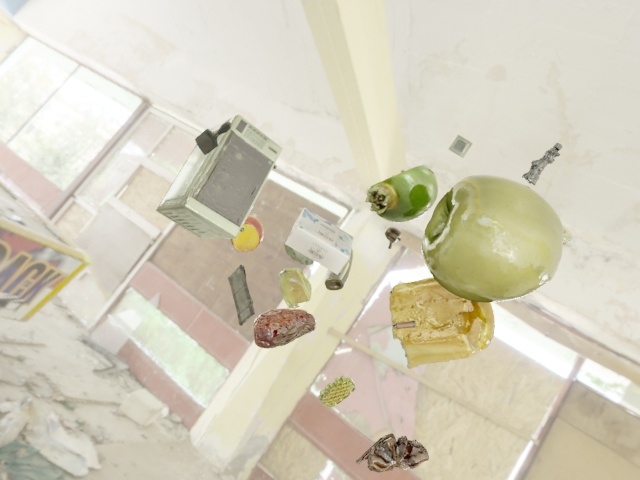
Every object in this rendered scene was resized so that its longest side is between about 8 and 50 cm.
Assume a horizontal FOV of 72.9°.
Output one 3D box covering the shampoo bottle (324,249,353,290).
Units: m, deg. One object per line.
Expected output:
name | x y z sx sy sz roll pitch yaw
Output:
shampoo bottle | 0.113 0.141 2.449 0.125 0.350 0.084 -8 -59 21

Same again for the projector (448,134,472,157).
projector | 0.678 -0.454 2.098 0.083 0.082 0.083 36 18 13

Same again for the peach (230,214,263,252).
peach | -0.396 -0.034 2.302 0.190 0.192 0.190 4 -34 3

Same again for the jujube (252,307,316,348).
jujube | -0.195 0.464 2.339 0.342 0.216 0.216 -7 4 -19

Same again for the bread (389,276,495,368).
bread | 0.515 0.330 1.802 0.394 0.361 0.250 -15 -23 26

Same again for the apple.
apple | 0.596 0.004 1.528 0.473 0.474 0.473 34 -10 7

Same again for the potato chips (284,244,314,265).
potato chips | -0.110 0.073 2.103 0.167 0.059 0.228 30 -5 -13

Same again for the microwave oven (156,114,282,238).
microwave oven | -0.362 -0.218 1.619 0.247 0.394 0.333 37 -22 -32

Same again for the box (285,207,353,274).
box | 0.002 -0.002 1.937 0.274 0.116 0.203 31 29 -6

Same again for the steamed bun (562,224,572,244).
steamed bun | 0.872 -0.037 1.699 0.172 0.141 0.155 3 56 -40

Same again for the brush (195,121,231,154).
brush | -0.333 -0.327 1.359 0.193 0.016 0.063 -16 -69 46

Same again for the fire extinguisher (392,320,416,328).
fire extinguisher | 0.265 0.270 1.390 0.083 0.022 0.028 -2 -35 -17

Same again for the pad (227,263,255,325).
pad | -0.342 0.237 1.881 0.174 0.022 0.233 -44 -122 47

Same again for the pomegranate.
pomegranate | 0.336 -0.173 1.836 0.309 0.358 0.216 -16 -79 46

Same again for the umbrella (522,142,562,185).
umbrella | 1.065 -0.375 2.083 0.080 0.224 0.071 33 13 -25

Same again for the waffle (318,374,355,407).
waffle | 0.074 0.667 1.916 0.036 0.169 0.183 50 -6 42

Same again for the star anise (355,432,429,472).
star anise | 0.260 0.746 1.528 0.220 0.126 0.190 12 -33 -22

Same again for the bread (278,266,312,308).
bread | -0.093 0.150 1.501 0.110 0.103 0.156 63 3 -24

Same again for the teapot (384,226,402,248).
teapot | 0.328 -0.005 2.017 0.080 0.085 0.110 39 -48 16
